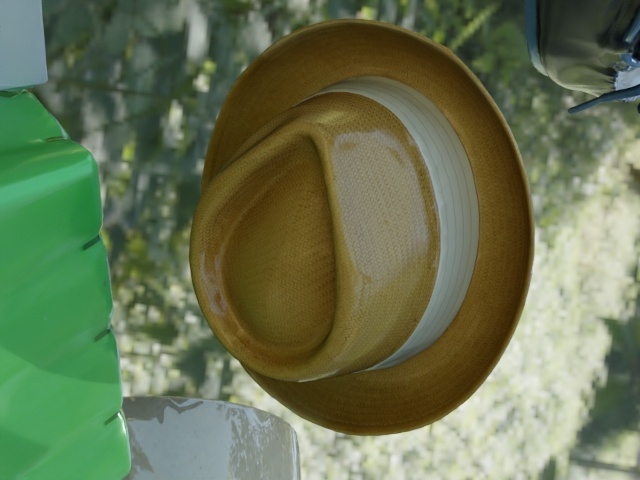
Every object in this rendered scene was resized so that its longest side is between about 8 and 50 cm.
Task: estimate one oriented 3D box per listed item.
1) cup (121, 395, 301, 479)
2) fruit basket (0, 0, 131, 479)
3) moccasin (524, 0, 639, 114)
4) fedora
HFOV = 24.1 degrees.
[{"bbox_3d":[-0.162,0.274,1.048,0.331,0.331,0.237,99,-16,-65],"label":"cup"},{"bbox_3d":[-0.261,0.064,0.611,0.165,0.353,0.327,49,-30,43],"label":"fruit basket"},{"bbox_3d":[0.184,-0.134,0.835,0.138,0.117,0.342,-60,163,1],"label":"moccasin"},{"bbox_3d":[0.000,0.000,0.660,0.079,0.194,0.194,-18,120,-55],"label":"fedora"}]
